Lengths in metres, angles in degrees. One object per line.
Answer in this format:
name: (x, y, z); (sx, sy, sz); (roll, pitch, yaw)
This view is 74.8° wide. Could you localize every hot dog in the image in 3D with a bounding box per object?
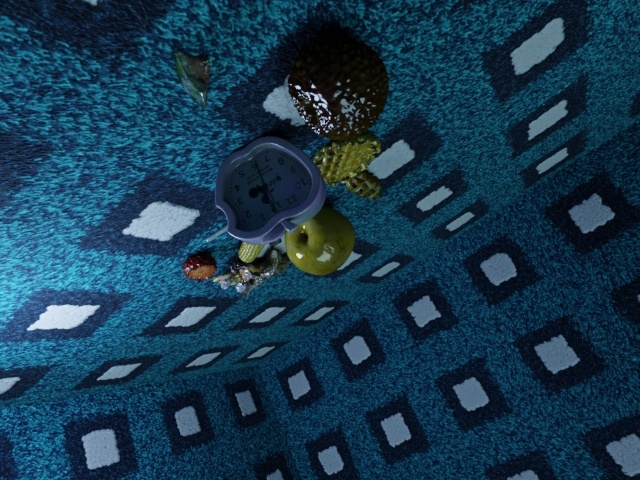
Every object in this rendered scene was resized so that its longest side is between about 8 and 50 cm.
hot dog: (0.195, -0.231, 1.795); (0.109, 0.072, 0.270); (-34, 155, 21)

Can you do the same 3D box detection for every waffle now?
waffle: (0.092, -0.299, 1.554); (0.281, 0.060, 0.262); (-36, 155, 20)

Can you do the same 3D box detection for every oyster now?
oyster: (-0.257, 0.140, 2.078); (0.204, 0.111, 0.396); (-24, 165, -51)

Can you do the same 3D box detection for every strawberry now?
strawberry: (-0.502, 0.109, 1.743); (0.145, 0.086, 0.145); (-23, 155, -12)

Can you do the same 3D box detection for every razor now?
razor: (-0.365, -0.050, 1.636); (0.211, 0.035, 0.084); (-28, 134, 17)

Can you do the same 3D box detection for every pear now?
pear: (0.000, 0.000, 1.792); (0.315, 0.314, 0.314); (-23, 156, -10)

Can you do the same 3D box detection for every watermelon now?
watermelon: (-0.290, -0.366, 1.002); (0.080, 0.101, 0.155); (-28, 169, -28)

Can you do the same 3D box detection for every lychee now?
lychee: (0.056, -0.402, 1.089); (0.268, 0.267, 0.267); (-23, 156, -10)

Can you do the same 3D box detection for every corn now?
corn: (-0.278, 0.007, 1.764); (0.094, 0.093, 0.244); (-11, 153, -33)

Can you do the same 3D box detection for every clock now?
clock: (-0.154, -0.146, 1.288); (0.339, 0.338, 0.102); (-29, 162, 5)

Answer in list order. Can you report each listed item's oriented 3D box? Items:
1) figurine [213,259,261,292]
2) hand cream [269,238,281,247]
figurine: (-0.386, 0.162, 1.944); (0.240, 0.115, 0.175); (-29, 155, 19)
hand cream: (-0.210, 0.000, 1.892); (0.062, 0.039, 0.163); (-40, 161, -10)
